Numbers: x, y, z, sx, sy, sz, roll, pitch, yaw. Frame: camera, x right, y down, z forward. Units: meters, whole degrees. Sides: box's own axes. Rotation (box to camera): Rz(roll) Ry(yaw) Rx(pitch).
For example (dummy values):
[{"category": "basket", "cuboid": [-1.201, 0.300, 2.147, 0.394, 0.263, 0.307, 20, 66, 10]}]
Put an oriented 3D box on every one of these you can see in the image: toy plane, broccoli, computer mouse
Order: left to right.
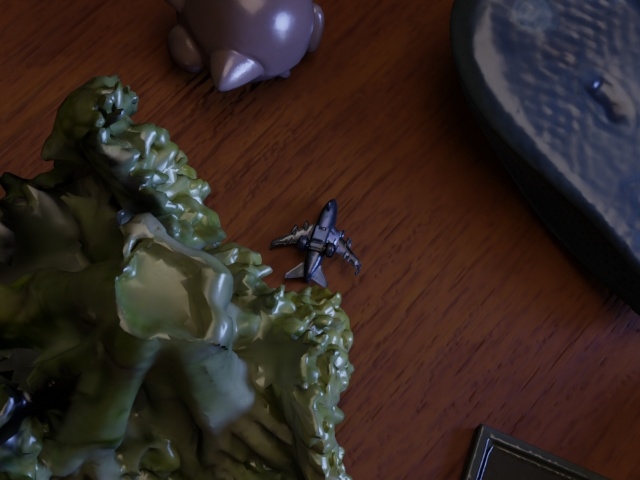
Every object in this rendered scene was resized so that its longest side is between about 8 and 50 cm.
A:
[{"category": "broccoli", "cuboid": [-0.130, 0.079, 0.853, 0.348, 0.281, 0.293, 39, 65, 4]}, {"category": "toy plane", "cuboid": [0.000, 0.000, 1.053, 0.078, 0.031, 0.083, 15, 68, 7]}, {"category": "computer mouse", "cuboid": [0.252, -0.089, 1.098, 0.188, 0.122, 0.371, -38, 86, -13]}]

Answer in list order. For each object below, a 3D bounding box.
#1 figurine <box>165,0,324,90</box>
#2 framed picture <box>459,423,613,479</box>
[{"category": "figurine", "cuboid": [-0.067, -0.191, 1.072, 0.138, 0.125, 0.125, -28, 77, -37]}, {"category": "framed picture", "cuboid": [0.177, 0.314, 0.978, 0.213, 0.016, 0.289, 23, 65, -4]}]
